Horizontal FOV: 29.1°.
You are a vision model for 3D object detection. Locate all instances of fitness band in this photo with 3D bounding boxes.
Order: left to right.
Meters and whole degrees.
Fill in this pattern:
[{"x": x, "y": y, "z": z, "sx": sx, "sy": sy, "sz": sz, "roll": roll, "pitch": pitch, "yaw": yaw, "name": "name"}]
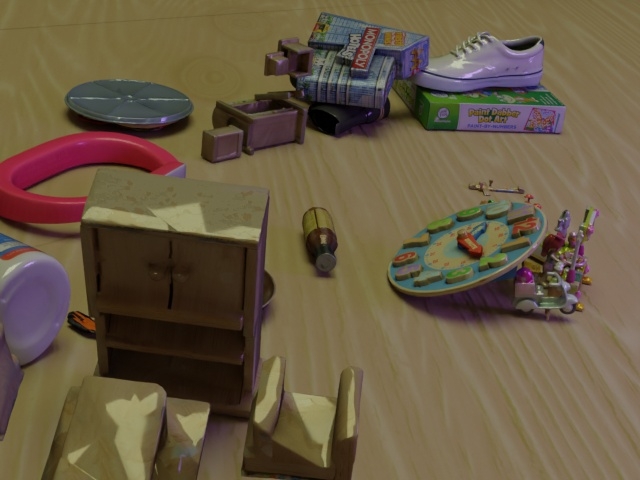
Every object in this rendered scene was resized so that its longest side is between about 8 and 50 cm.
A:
[{"x": -0.305, "y": -0.080, "z": 1.646, "sx": 0.209, "sy": 0.054, "sz": 0.291, "roll": 15, "pitch": 25, "yaw": 23, "name": "fitness band"}]

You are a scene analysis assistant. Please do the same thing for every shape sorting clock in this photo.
[{"x": 0.178, "y": 0.006, "z": 1.510, "sx": 0.206, "sy": 0.040, "sz": 0.206, "roll": -17, "pitch": 24, "yaw": 8, "name": "shape sorting clock"}]

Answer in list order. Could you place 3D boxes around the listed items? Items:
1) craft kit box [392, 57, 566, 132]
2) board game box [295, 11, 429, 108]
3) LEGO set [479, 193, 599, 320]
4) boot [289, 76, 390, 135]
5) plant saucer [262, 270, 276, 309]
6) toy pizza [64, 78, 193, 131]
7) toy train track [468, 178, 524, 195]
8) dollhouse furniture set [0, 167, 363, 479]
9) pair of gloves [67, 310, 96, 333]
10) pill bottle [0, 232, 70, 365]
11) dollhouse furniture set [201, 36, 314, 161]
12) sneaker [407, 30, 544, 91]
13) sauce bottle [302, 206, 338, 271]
[{"x": 0.269, "y": -0.257, "z": 2.165, "sx": 0.246, "sy": 0.061, "sz": 0.250, "roll": -3, "pitch": 26, "yaw": -13, "name": "craft kit box"}, {"x": 0.074, "y": -0.294, "z": 2.012, "sx": 0.194, "sy": 0.060, "sz": 0.194, "roll": 6, "pitch": 40, "yaw": 11, "name": "board game box"}, {"x": 0.287, "y": -0.009, "z": 1.573, "sx": 0.132, "sy": 0.107, "sz": 0.287, "roll": 4, "pitch": 25, "yaw": -6, "name": "LEGO set"}, {"x": -0.002, "y": -0.237, "z": 2.034, "sx": 0.197, "sy": 0.077, "sz": 0.137, "roll": 23, "pitch": 34, "yaw": 33, "name": "boot"}, {"x": -0.135, "y": 0.059, "z": 1.413, "sx": 0.168, "sy": 0.029, "sz": 0.168, "roll": 5, "pitch": 24, "yaw": -2, "name": "plant saucer"}, {"x": -0.301, "y": -0.209, "z": 1.941, "sx": 0.201, "sy": 0.032, "sz": 0.201, "roll": 6, "pitch": 24, "yaw": -3, "name": "toy pizza"}, {"x": 0.262, "y": -0.081, "z": 1.830, "sx": 0.083, "sy": 0.014, "sz": 0.048, "roll": 5, "pitch": 25, "yaw": -6, "name": "toy train track"}, {"x": -0.152, "y": 0.171, "z": 1.033, "sx": 0.362, "sy": 0.256, "sz": 0.394, "roll": 7, "pitch": 46, "yaw": 2, "name": "dollhouse furniture set"}, {"x": -0.231, "y": 0.086, "z": 1.353, "sx": 0.074, "sy": 0.010, "sz": 0.083, "roll": 22, "pitch": 26, "yaw": 33, "name": "pair of gloves"}, {"x": -0.380, "y": 0.038, "z": 1.283, "sx": 0.221, "sy": 0.124, "sz": 0.124, "roll": 22, "pitch": 29, "yaw": 28, "name": "pill bottle"}, {"x": -0.116, "y": -0.223, "z": 1.864, "sx": 0.182, "sy": 0.161, "sz": 0.101, "roll": -15, "pitch": 33, "yaw": -41, "name": "dollhouse furniture set"}, {"x": 0.265, "y": -0.312, "z": 2.108, "sx": 0.258, "sy": 0.091, "sz": 0.094, "roll": -7, "pitch": 28, "yaw": -23, "name": "sneaker"}, {"x": 0.000, "y": 0.000, "z": 1.559, "sx": 0.042, "sy": 0.042, "sz": 0.128, "roll": 4, "pitch": 26, "yaw": -6, "name": "sauce bottle"}]
